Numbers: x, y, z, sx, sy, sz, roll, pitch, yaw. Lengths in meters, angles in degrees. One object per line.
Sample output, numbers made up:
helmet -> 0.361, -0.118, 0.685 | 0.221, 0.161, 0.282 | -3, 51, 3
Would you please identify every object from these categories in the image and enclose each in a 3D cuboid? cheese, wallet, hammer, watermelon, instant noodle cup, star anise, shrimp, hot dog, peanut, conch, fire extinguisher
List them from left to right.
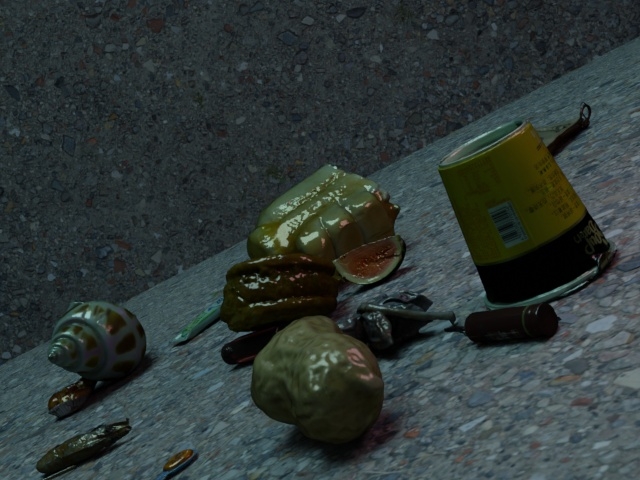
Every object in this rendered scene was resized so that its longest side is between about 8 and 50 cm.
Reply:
hammer -> -0.493, 0.431, 1.554 | 0.110, 0.035, 0.019 | -21, 5, -28
hot dog -> -0.609, 0.381, 2.123 | 0.108, 0.059, 0.191 | -22, 5, -2
shrimp -> -0.438, 0.382, 1.631 | 0.223, 0.047, 0.126 | -26, -2, 18
conch -> -0.561, 0.242, 2.152 | 0.197, 0.249, 0.368 | -61, -19, -10
cheese -> -0.225, 0.342, 1.285 | 0.047, 0.017, 0.111 | -23, 9, 43
peanut -> -0.010, 0.187, 1.140 | 0.159, 0.143, 0.291 | -36, 12, -7
watermelon -> 0.112, 0.059, 1.793 | 0.163, 0.087, 0.069 | -23, 39, 24
star anise -> 0.089, 0.133, 1.368 | 0.262, 0.081, 0.230 | -24, -2, 37
fire extinguisher -> 0.240, 0.111, 1.143 | 0.064, 0.043, 0.158 | 4, -11, -35
instant noodle cup -> 0.289, -0.042, 1.271 | 0.215, 0.236, 0.215 | -28, 10, 5
wallet -> 0.555, -0.255, 2.306 | 0.275, 0.068, 0.335 | -16, 15, 44

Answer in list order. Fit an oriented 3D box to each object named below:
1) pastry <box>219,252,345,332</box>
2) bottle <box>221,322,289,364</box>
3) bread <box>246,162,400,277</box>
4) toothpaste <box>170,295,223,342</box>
pastry -> -0.080, 0.115, 1.708 | 0.240, 0.132, 0.235 | -8, -17, 12
bottle -> -0.125, 0.204, 1.672 | 0.164, 0.060, 0.060 | -22, 10, 37
bread -> 0.000, 0.000, 2.029 | 0.341, 0.210, 0.300 | -39, 35, -27
toothpaste -> -0.277, 0.189, 2.299 | 0.075, 0.048, 0.297 | -13, 20, 49
